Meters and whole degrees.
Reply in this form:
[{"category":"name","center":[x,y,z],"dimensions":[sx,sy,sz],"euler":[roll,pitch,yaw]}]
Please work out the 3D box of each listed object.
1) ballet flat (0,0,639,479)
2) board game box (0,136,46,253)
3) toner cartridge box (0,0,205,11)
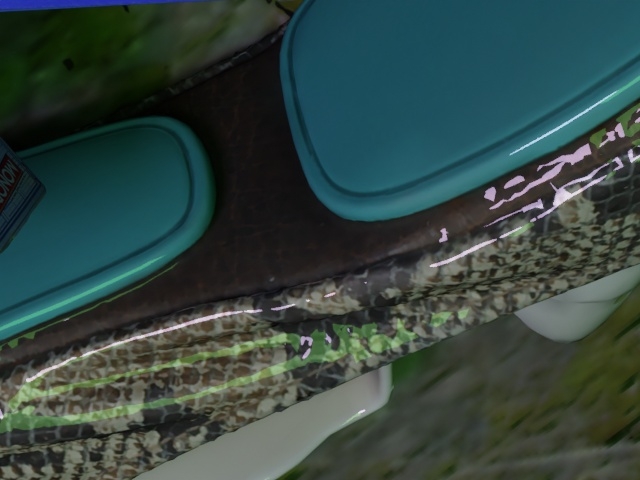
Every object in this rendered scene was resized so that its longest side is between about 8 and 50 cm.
[{"category":"ballet flat","center":[0.000,0.000,0.701],"dimensions":[0.482,0.164,0.182],"euler":[-26,134,13]},{"category":"board game box","center":[-0.196,-0.028,0.591],"dimensions":[0.194,0.060,0.194],"euler":[37,113,-7]},{"category":"toner cartridge box","center":[-0.176,-0.156,0.608],"dimensions":[0.347,0.075,0.165],"euler":[-1,114,9]}]
